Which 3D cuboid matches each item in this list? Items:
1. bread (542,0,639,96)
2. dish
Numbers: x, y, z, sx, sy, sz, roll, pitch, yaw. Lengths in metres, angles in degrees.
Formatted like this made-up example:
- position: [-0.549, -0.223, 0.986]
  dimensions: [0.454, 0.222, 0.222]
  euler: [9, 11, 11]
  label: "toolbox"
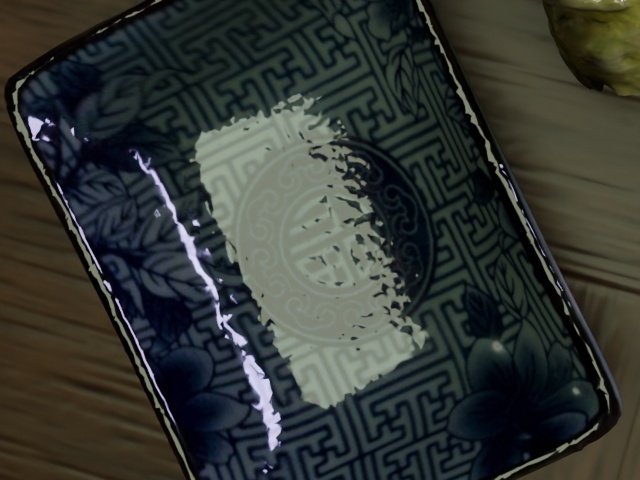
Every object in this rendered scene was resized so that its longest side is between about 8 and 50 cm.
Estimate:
- position: [0.147, -0.139, 0.553]
  dimensions: [0.170, 0.197, 0.197]
  euler: [-24, 90, 17]
  label: "bread"
- position: [0.000, 0.000, 0.651]
  dimensions: [0.182, 0.080, 0.243]
  euler: [-26, 91, 13]
  label: "dish"
